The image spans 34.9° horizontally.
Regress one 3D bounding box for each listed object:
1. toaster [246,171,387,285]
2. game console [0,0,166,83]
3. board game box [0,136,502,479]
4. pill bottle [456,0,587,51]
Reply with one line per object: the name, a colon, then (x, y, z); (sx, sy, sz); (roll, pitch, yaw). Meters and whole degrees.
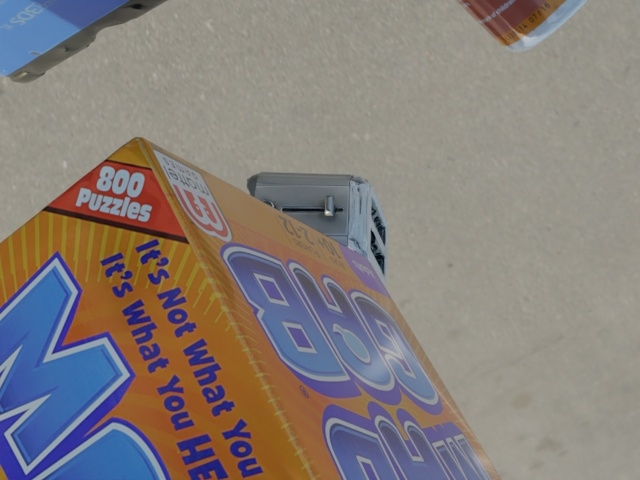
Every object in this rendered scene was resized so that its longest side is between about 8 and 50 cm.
toaster: (0.000, 0.000, 1.248); (0.147, 0.129, 0.227); (-1, 158, 13)
game console: (-0.167, -0.227, 0.670); (0.250, 0.173, 0.293); (14, 163, -38)
board game box: (-0.090, 0.215, 0.712); (0.356, 0.356, 0.356); (-37, 155, 13)
pill bottle: (0.125, -0.267, 0.829); (0.216, 0.121, 0.121); (41, 114, -12)
